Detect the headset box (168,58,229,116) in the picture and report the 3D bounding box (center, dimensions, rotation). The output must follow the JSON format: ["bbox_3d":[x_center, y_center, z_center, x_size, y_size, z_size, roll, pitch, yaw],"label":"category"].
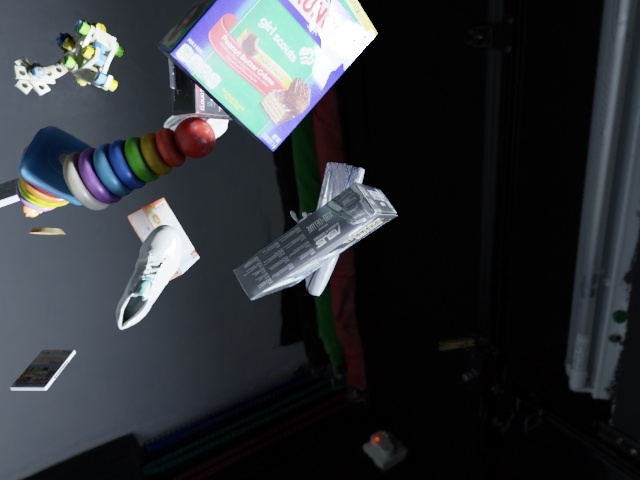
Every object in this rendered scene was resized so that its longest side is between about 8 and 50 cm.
[{"bbox_3d":[-0.301,-0.459,1.358,0.110,0.293,0.217,6,-78,37],"label":"headset box"}]

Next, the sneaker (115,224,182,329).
[{"bbox_3d":[-0.325,0.074,0.904,0.212,0.080,0.094,-65,-167,4],"label":"sneaker"}]

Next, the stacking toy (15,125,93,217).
[{"bbox_3d":[-0.698,-0.136,1.211,0.302,0.166,0.175,-27,-137,39],"label":"stacking toy"}]

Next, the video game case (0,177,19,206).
[{"bbox_3d":[-1.038,-0.140,1.522,0.193,0.212,0.023,21,-50,42],"label":"video game case"}]

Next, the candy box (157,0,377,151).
[{"bbox_3d":[-0.087,-0.375,0.886,0.268,0.317,0.122,40,1,-42],"label":"candy box"}]

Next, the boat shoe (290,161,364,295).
[{"bbox_3d":[-0.008,-0.042,1.292,0.136,0.157,0.366,3,104,-82],"label":"boat shoe"}]

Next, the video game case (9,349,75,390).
[{"bbox_3d":[-0.642,0.299,1.107,0.122,0.087,0.011,-79,165,-60],"label":"video game case"}]

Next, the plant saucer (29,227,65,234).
[{"bbox_3d":[-0.712,-0.025,1.244,0.083,0.084,0.015,174,-82,-65],"label":"plant saucer"}]

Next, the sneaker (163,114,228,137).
[{"bbox_3d":[-0.453,-0.420,1.789,0.108,0.293,0.169,46,-32,12],"label":"sneaker"}]

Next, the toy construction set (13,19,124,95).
[{"bbox_3d":[-0.674,-0.486,1.306,0.151,0.328,0.214,36,55,-62],"label":"toy construction set"}]

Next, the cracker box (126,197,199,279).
[{"bbox_3d":[-0.487,-0.007,1.493,0.232,0.067,0.155,61,12,-11],"label":"cracker box"}]

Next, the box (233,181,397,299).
[{"bbox_3d":[0.000,0.000,1.008,0.076,0.308,0.242,57,15,8],"label":"box"}]

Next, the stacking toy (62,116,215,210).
[{"bbox_3d":[-0.389,-0.187,1.066,0.141,0.331,0.141,-21,90,-84],"label":"stacking toy"}]
